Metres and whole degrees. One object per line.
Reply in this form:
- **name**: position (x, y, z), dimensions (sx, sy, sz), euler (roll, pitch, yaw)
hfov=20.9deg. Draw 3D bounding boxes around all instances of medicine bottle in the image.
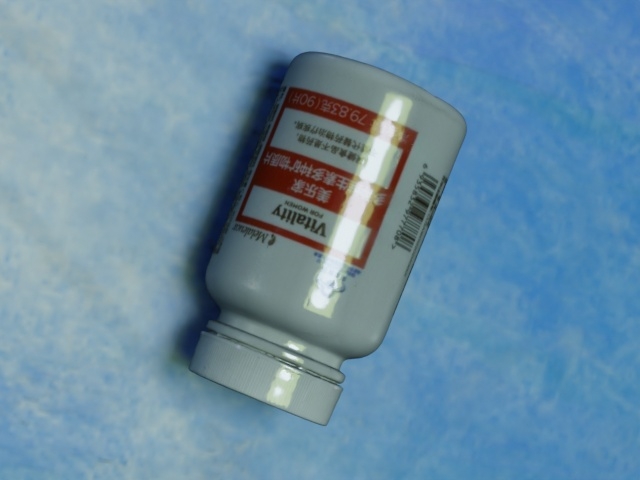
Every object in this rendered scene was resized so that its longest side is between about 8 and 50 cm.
- **medicine bottle**: position (0.000, 0.000, 0.712), dimensions (0.079, 0.079, 0.140), euler (25, 85, -30)
